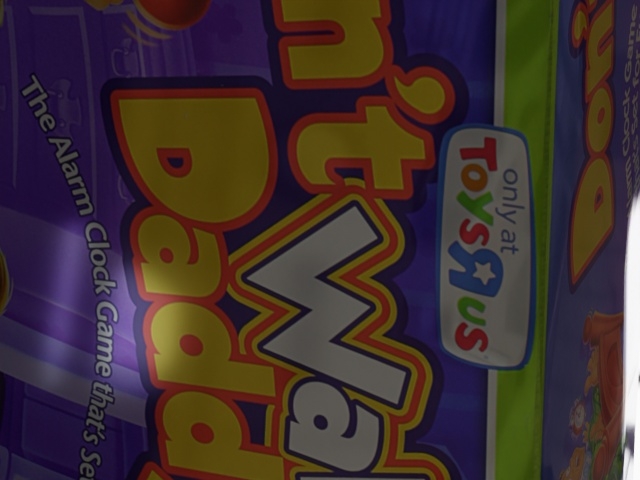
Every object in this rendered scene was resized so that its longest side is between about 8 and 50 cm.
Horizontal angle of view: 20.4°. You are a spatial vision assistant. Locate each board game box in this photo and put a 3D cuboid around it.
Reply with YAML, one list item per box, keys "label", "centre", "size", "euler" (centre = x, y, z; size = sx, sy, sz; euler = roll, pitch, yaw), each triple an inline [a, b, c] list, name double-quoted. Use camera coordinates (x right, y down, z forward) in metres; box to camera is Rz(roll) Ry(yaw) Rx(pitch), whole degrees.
- label: "board game box"
  centre: [-0.047, -0.084, 0.384]
  size: [0.078, 0.233, 0.347]
  euler: [-37, -49, -58]
